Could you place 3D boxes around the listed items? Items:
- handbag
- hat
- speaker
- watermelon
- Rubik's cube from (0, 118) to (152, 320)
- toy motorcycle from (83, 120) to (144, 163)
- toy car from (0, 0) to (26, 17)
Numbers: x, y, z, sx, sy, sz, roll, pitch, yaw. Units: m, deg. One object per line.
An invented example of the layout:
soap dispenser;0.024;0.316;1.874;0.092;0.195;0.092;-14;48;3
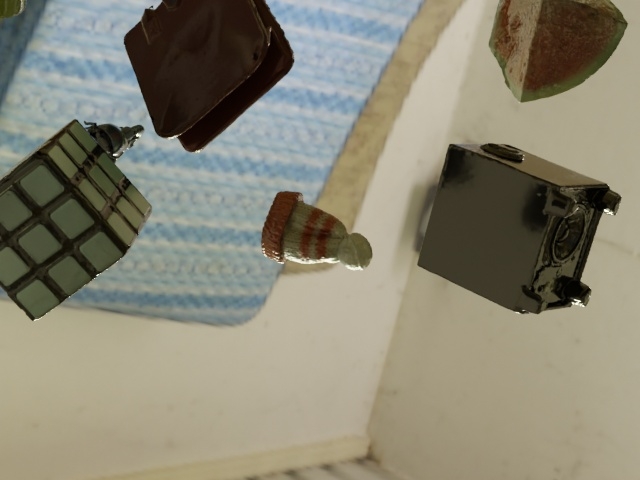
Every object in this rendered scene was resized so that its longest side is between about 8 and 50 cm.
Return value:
handbag;-0.190;-0.310;1.827;0.084;0.260;0.275;22;-144;-50
hat;0.000;0.000;1.595;0.162;0.112;0.093;16;-151;15
speaker;0.332;-0.024;1.885;0.254;0.232;0.184;26;-160;36
watermelon;0.416;-0.388;2.075;0.256;0.260;0.176;27;-161;27
Rubik's cube;-0.326;-0.028;1.380;0.163;0.161;0.162;50;-164;-17
toy motorcycle;-0.376;-0.117;1.716;0.254;0.092;0.135;-32;-178;-15
toy car;-0.393;-0.347;1.159;0.235;0.145;0.235;10;-140;-8
